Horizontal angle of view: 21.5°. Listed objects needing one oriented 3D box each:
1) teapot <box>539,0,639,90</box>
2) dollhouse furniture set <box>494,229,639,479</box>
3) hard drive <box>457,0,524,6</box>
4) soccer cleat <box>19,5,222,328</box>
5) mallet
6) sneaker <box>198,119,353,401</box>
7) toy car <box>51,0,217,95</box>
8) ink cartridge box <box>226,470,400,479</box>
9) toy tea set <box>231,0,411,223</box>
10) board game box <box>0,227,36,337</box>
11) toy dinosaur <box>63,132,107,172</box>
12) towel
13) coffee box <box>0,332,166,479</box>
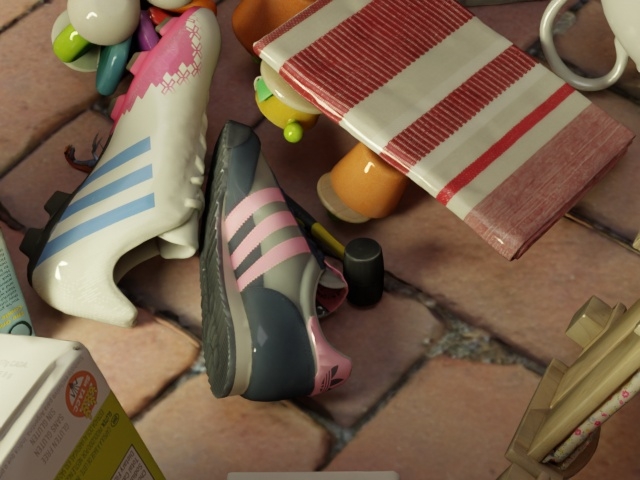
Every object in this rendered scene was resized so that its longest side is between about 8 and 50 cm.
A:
[{"bbox_3d":[0.395,-0.223,1.712,0.253,0.187,0.256,-9,20,-28],"label":"teapot"},{"bbox_3d":[0.326,0.087,1.372,0.174,0.303,0.355,37,41,-1],"label":"dollhouse furniture set"},{"bbox_3d":[0.248,-0.414,1.967,0.233,0.047,0.353,-5,50,0],"label":"hard drive"},{"bbox_3d":[-0.155,-0.066,1.632,0.143,0.116,0.331,27,77,7],"label":"soccer cleat"},{"bbox_3d":[0.000,0.000,1.644,0.039,0.062,0.190,-25,37,-25],"label":"mallet"},{"bbox_3d":[-0.044,0.020,1.595,0.131,0.112,0.319,5,51,-13],"label":"sneaker"},{"bbox_3d":[-0.191,-0.222,1.791,0.182,0.159,0.136,-34,91,-23],"label":"toy car"},{"bbox_3d":[-0.009,0.290,1.356,0.148,0.086,0.203,-1,50,4],"label":"ink cartridge box"},{"bbox_3d":[0.002,-0.149,1.742,0.200,0.124,0.336,20,43,-18],"label":"toy tea set"},{"bbox_3d":[-0.369,0.007,1.502,0.144,0.275,0.142,-32,54,-21],"label":"board game box"},{"bbox_3d":[-0.225,-0.076,1.720,0.082,0.047,0.090,-11,58,19],"label":"toy dinosaur"},{"bbox_3d":[0.123,-0.137,1.662,0.329,0.037,0.237,39,48,14],"label":"towel"},{"bbox_3d":[-0.306,0.288,1.173,0.338,0.334,0.338,4,47,32],"label":"coffee box"}]
